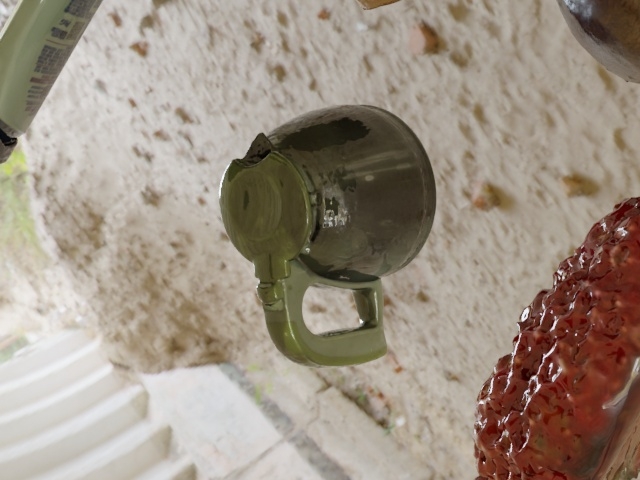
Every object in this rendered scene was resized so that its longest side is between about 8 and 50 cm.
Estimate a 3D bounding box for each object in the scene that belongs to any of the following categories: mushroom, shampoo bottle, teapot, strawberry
[{"bbox_3d":[0.286,-0.225,0.702,0.194,0.231,0.138,15,145,19],"label":"mushroom"},{"bbox_3d":[-0.355,-0.256,1.031,0.078,0.359,0.134,35,-168,-3],"label":"shampoo bottle"},{"bbox_3d":[-0.016,-0.013,1.057,0.239,0.239,0.322,27,115,34],"label":"teapot"},{"bbox_3d":[0.156,0.063,0.479,0.098,0.174,0.228,29,128,33],"label":"strawberry"}]

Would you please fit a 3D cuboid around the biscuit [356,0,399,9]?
[{"bbox_3d":[0.129,-0.247,0.621,0.035,0.250,0.162,48,-148,-26],"label":"biscuit"}]
